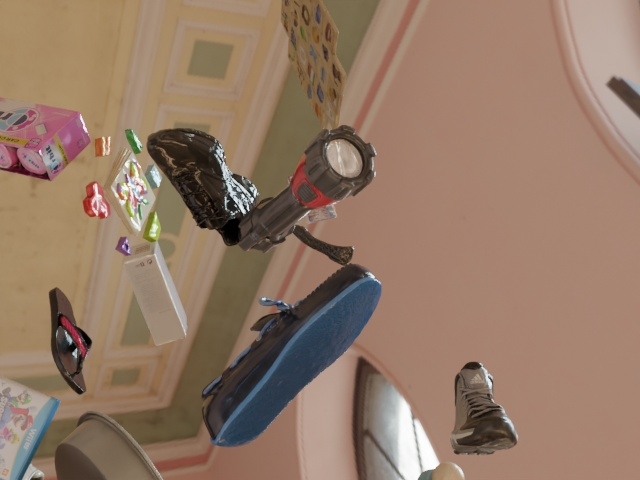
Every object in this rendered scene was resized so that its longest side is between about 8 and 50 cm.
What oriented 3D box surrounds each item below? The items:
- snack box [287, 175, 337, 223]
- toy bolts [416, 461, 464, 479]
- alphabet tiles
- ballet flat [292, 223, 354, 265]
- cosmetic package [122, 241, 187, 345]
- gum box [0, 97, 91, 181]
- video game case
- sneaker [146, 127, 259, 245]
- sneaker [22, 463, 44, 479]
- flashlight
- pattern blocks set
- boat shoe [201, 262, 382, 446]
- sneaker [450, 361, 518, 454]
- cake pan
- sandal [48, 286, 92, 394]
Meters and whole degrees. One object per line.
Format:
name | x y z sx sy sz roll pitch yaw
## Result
snack box | -0.012 -0.081 1.322 0.064 0.022 0.178 -14 -24 5
toy bolts | 0.260 0.521 1.263 0.218 0.229 0.159 -1 -42 -18
alphabet tiles | -0.021 -0.410 1.456 0.011 0.343 0.285 -16 -27 -15
ballet flat | 0.000 0.000 1.563 0.049 0.173 0.057 -62 -19 5
cosmetic package | -0.401 0.127 1.689 0.085 0.117 0.231 -16 -71 -4
gum box | -0.482 -0.166 1.106 0.188 0.107 0.062 12 -43 19
video game case | -0.446 0.239 0.919 0.166 0.119 0.015 18 -20 10
sneaker | -0.205 -0.093 1.247 0.109 0.130 0.286 -17 -37 27
sneaker | -0.645 0.493 1.450 0.115 0.232 0.091 4 -65 -34
flashlight | -0.030 -0.070 1.081 0.103 0.103 0.304 9 -22 -25
pattern blocks set | -0.434 -0.112 1.580 0.026 0.325 0.285 -12 -42 12
boat shoe | -0.048 0.112 0.755 0.258 0.089 0.109 -43 -39 6
sneaker | 0.224 0.235 0.999 0.086 0.132 0.229 1 -21 2
cake pan | -0.278 0.378 0.953 0.054 0.293 0.293 -25 -31 -40
sandal | -0.352 0.134 0.982 0.040 0.179 0.067 -22 -37 -3
